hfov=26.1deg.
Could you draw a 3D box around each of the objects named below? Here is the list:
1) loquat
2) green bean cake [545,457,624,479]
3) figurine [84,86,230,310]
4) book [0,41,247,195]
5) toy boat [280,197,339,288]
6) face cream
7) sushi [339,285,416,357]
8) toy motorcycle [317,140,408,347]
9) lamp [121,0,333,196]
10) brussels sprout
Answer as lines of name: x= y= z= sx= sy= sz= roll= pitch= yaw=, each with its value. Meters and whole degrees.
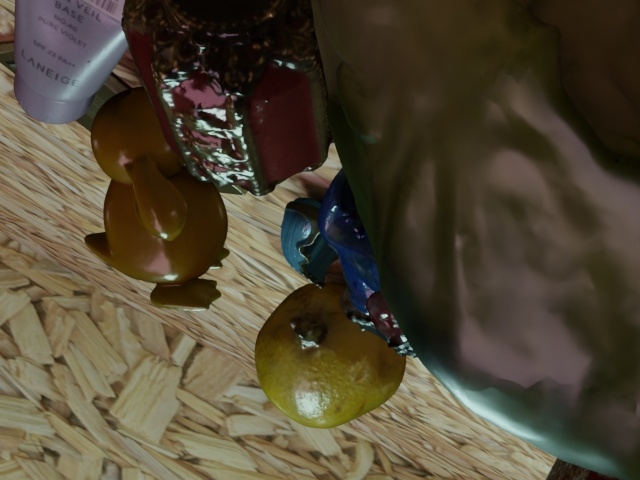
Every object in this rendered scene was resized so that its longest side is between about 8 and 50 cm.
loquat: x=0.010 y=0.151 z=1.913 sx=0.213 sy=0.213 sz=0.246 roll=23 pitch=167 yaw=22
green bean cake: x=0.375 y=0.350 z=1.898 sx=0.097 sy=0.198 sz=0.233 roll=28 pitch=161 yaw=-1
figurine: x=-0.178 y=-0.053 z=1.578 sx=0.215 sy=0.228 sz=0.215 roll=16 pitch=-155 yaw=-8
book: x=-0.253 y=-0.153 z=1.740 sx=0.310 sy=0.021 sz=0.217 roll=38 pitch=162 yaw=-31
toy boat: x=0.000 y=0.000 z=1.660 sx=0.077 sy=0.075 sz=0.185 roll=28 pitch=162 yaw=16
face cream: x=-0.259 y=-0.217 z=1.431 sx=0.154 sy=0.096 sz=0.274 roll=33 pitch=152 yaw=-2
sushi: x=0.132 y=0.061 z=1.503 sx=0.225 sy=0.136 sz=0.126 roll=11 pitch=165 yaw=39
toy motorcycle: x=0.114 y=-0.019 z=1.285 sx=0.182 sy=0.241 sz=0.319 roll=-11 pitch=-172 yaw=-39
lamp: x=-0.062 y=-0.143 z=1.106 sx=0.177 sy=0.177 sz=0.274 roll=27 pitch=165 yaw=10
brussels sprout: x=0.158 y=-0.043 z=0.713 sx=0.371 sy=0.276 sz=0.315 roll=36 pitch=137 yaw=-1
